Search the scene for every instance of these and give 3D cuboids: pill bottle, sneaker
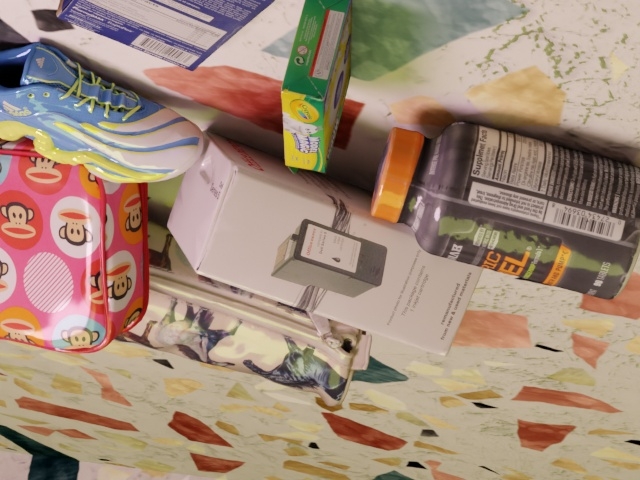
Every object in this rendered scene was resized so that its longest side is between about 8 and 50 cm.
[{"bbox_3d":[0.173,-0.035,1.690,0.246,0.130,0.130,14,160,-1],"label":"pill bottle"},{"bbox_3d":[-0.235,-0.126,1.764,0.240,0.091,0.126,11,159,9],"label":"sneaker"}]

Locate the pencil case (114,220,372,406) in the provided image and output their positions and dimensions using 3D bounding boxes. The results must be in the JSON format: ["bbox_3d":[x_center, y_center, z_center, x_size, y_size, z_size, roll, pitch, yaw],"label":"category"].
[{"bbox_3d":[-0.139,0.068,2.113,0.410,0.160,0.183,18,162,-11],"label":"pencil case"}]

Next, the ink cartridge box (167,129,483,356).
[{"bbox_3d":[0.000,0.000,1.809,0.273,0.114,0.198,19,-172,-17],"label":"ink cartridge box"}]

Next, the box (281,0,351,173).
[{"bbox_3d":[-0.003,-0.132,1.580,0.043,0.105,0.179,13,161,3],"label":"box"}]

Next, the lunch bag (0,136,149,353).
[{"bbox_3d":[-0.327,-0.025,1.924,0.293,0.258,0.120,9,-159,23],"label":"lunch bag"}]

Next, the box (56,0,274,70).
[{"bbox_3d":[-0.124,-0.215,1.535,0.136,0.036,0.225,21,160,-20],"label":"box"}]
